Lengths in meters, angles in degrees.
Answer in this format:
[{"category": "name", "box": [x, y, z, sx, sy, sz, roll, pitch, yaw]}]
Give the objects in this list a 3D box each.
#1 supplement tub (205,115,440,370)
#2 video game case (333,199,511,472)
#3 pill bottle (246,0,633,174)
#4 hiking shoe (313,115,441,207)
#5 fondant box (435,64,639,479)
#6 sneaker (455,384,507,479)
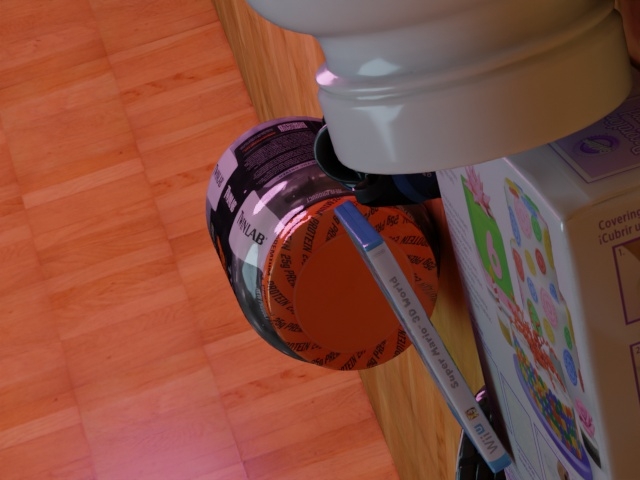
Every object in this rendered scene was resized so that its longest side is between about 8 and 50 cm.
[{"category": "supplement tub", "box": [0.000, 0.000, 1.527, 0.338, 0.207, 0.207, -124, 17, -72]}, {"category": "video game case", "box": [0.062, 0.058, 0.943, 0.166, 0.015, 0.119, 59, 179, -15]}, {"category": "pill bottle", "box": [0.030, -0.207, 0.643, 0.188, 0.188, 0.334, -125, 18, -72]}, {"category": "hiking shoe", "box": [0.051, -0.097, 1.090, 0.304, 0.132, 0.113, -132, 25, -76]}, {"category": "fondant box", "box": [0.154, 0.068, 0.809, 0.238, 0.096, 0.330, -118, 10, -62]}, {"category": "sneaker", "box": [0.167, 0.231, 1.205, 0.124, 0.107, 0.283, -106, -1, -74]}]
